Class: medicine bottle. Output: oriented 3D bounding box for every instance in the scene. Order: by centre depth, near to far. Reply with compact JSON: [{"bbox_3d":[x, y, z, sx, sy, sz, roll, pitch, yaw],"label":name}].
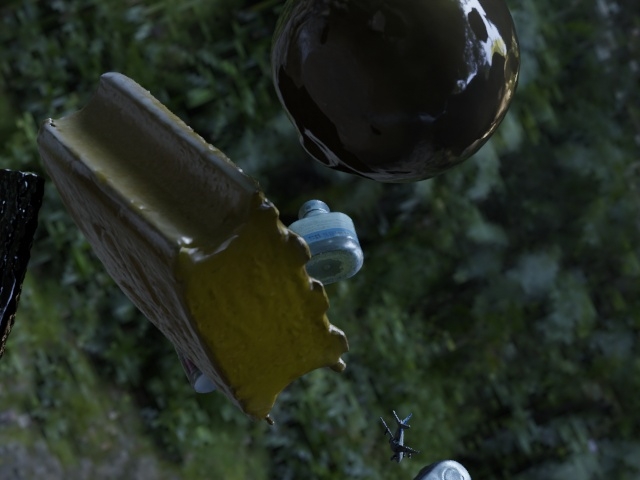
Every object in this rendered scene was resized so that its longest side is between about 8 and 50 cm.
[{"bbox_3d":[0.000,0.000,1.946,0.208,0.090,0.053,-103,178,-71],"label":"medicine bottle"},{"bbox_3d":[-0.195,0.194,2.544,0.058,0.058,0.091,75,-12,-52],"label":"medicine bottle"}]

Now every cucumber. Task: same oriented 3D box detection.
[{"bbox_3d":[-0.355,0.064,1.670,0.072,0.072,0.300,118,-16,-81],"label":"cucumber"}]

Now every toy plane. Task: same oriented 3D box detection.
[{"bbox_3d":[0.101,0.260,2.042,0.078,0.024,0.084,41,-46,37],"label":"toy plane"}]

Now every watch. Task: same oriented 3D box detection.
[{"bbox_3d":[0.096,0.356,1.942,0.068,0.206,0.193,44,-37,6],"label":"watch"}]

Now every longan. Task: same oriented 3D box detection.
[{"bbox_3d":[0.072,-0.176,1.584,0.258,0.258,0.258,156,-90,-83],"label":"longan"}]

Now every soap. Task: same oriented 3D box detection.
[{"bbox_3d":[-0.145,0.003,1.755,0.335,0.156,0.293,40,-16,42],"label":"soap"}]
